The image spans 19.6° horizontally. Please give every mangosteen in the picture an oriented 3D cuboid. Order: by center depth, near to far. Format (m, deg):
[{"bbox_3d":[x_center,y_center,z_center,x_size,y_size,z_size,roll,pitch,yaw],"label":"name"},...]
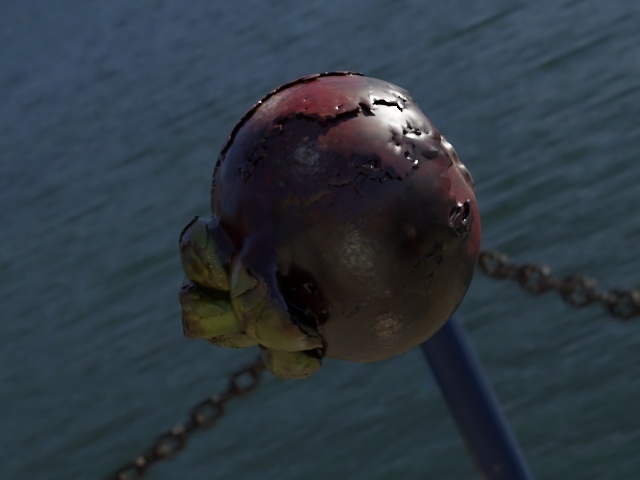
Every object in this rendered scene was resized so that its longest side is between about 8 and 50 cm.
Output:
[{"bbox_3d":[0.000,0.000,1.008,0.180,0.166,0.166,-40,13,-4],"label":"mangosteen"}]
